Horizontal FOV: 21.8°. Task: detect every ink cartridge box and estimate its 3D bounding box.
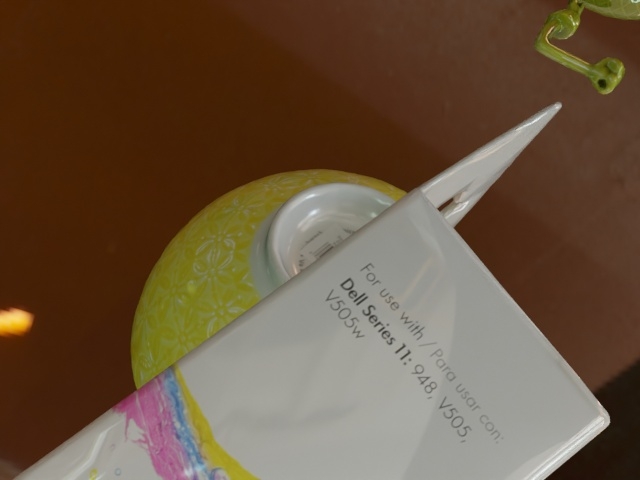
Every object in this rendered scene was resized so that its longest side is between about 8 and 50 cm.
[{"bbox_3d":[-0.025,0.109,0.664,0.119,0.353,0.207,51,159,7],"label":"ink cartridge box"}]

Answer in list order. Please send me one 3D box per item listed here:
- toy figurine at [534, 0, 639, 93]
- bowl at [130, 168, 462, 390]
[{"bbox_3d":[0.282,-0.075,1.116,0.362,0.191,0.217,16,148,-3],"label":"toy figurine"},{"bbox_3d":[0.008,0.046,1.232,0.289,0.289,0.156,11,144,-3],"label":"bowl"}]
